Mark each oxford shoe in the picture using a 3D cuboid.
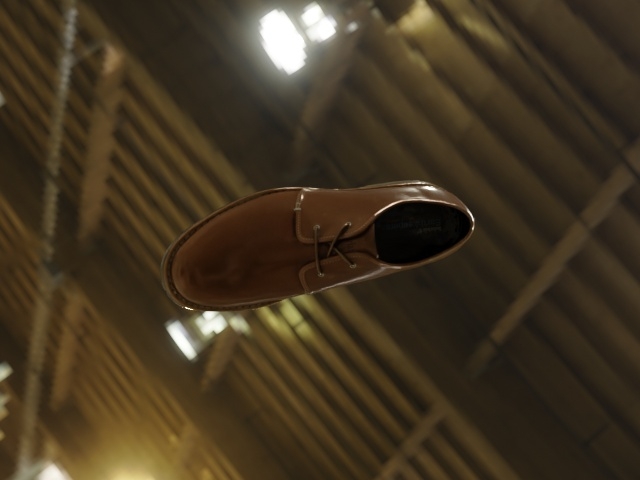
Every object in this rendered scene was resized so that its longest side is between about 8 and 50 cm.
[{"bbox_3d":[0.000,0.000,1.141,0.076,0.212,0.076,-161,-122,-74],"label":"oxford shoe"}]
